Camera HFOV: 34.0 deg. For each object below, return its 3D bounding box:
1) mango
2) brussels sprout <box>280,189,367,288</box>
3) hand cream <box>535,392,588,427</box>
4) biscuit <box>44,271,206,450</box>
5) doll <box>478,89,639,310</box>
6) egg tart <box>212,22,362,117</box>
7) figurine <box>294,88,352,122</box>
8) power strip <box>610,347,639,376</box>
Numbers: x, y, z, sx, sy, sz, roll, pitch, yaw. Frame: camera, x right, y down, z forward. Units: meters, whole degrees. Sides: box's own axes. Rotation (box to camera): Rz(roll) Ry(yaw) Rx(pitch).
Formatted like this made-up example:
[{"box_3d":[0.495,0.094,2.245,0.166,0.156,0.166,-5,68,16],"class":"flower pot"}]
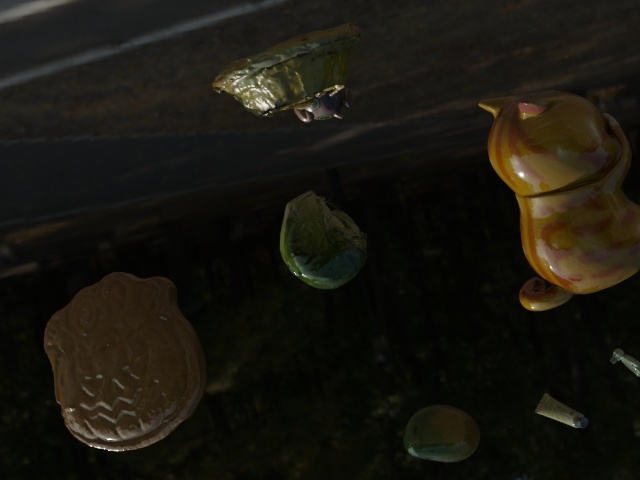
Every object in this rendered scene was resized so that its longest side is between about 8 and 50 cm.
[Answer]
[{"box_3d":[0.250,0.404,2.171,0.194,0.130,0.092,-12,152,-43],"class":"mango"},{"box_3d":[-0.005,0.006,1.927,0.145,0.183,0.131,-47,-179,12],"class":"brussels sprout"},{"box_3d":[0.364,0.259,1.575,0.022,0.035,0.102,34,173,-27],"class":"hand cream"},{"box_3d":[-0.414,0.253,2.174,0.385,0.365,0.062,-25,165,26],"class":"biscuit"},{"box_3d":[0.304,-0.062,1.286,0.162,0.270,0.166,-23,-169,-22],"class":"doll"},{"box_3d":[-0.050,-0.313,1.983,0.314,0.120,0.315,-22,-177,1],"class":"egg tart"},{"box_3d":[-0.001,-0.343,2.498,0.138,0.125,0.125,-11,-177,30],"class":"figurine"},{"box_3d":[0.630,0.255,2.134,0.035,0.083,0.055,-48,155,-5],"class":"power strip"}]
